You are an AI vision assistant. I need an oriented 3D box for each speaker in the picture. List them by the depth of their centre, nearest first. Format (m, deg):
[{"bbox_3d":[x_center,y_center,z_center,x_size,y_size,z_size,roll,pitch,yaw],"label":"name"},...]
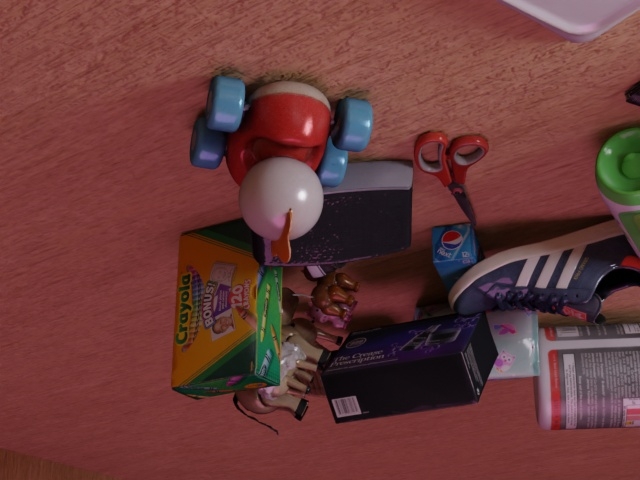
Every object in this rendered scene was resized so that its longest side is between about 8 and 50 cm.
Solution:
[{"bbox_3d":[0.501,-0.054,1.668,0.131,0.131,0.296,-12,152,25],"label":"speaker"}]

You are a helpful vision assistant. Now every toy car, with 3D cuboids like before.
[{"bbox_3d":[-0.059,-0.073,1.511,0.219,0.238,0.210,8,154,-15],"label":"toy car"}]

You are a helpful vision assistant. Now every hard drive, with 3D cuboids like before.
[{"bbox_3d":[0.019,-0.035,1.708,0.255,0.054,0.172,-6,132,-5],"label":"hard drive"}]

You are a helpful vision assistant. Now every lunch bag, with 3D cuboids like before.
[{"bbox_3d":[0.293,0.193,2.154,0.223,0.160,0.262,-3,179,-1],"label":"lunch bag"}]

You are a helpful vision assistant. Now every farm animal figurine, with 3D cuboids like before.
[{"bbox_3d":[-0.063,0.185,2.038,0.172,0.326,0.330,23,149,6],"label":"farm animal figurine"}]

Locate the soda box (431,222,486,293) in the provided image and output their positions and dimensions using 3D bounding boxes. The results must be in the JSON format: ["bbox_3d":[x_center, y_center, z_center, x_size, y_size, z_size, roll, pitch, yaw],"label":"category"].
[{"bbox_3d":[0.248,0.046,1.951,0.071,0.067,0.210,-7,153,15],"label":"soda box"}]

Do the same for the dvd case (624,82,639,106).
[{"bbox_3d":[0.530,-0.217,1.448,0.165,0.018,0.221,13,153,-23],"label":"dvd case"}]

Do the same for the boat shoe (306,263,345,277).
[{"bbox_3d":[0.000,0.000,1.856,0.076,0.080,0.228,-14,152,6],"label":"boat shoe"}]

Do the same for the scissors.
[{"bbox_3d":[0.198,-0.089,1.731,0.109,0.021,0.297,-3,155,3],"label":"scissors"}]

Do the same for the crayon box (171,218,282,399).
[{"bbox_3d":[-0.153,0.112,1.855,0.165,0.278,0.081,-13,152,27],"label":"crayon box"}]

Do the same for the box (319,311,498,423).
[{"bbox_3d":[0.155,0.215,1.933,0.261,0.103,0.184,-13,-167,24],"label":"box"}]

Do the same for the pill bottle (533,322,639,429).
[{"bbox_3d":[0.615,0.272,2.254,0.363,0.210,0.210,-3,154,8],"label":"pill bottle"}]

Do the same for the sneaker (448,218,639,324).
[{"bbox_3d":[0.389,0.083,1.853,0.350,0.148,0.131,-20,153,11],"label":"sneaker"}]

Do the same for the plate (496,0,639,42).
[{"bbox_3d":[0.293,-0.315,1.218,0.278,0.045,0.277,17,149,-32],"label":"plate"}]

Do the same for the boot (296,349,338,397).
[{"bbox_3d":[0.062,0.255,2.301,0.248,0.090,0.207,-8,-177,14],"label":"boot"}]
